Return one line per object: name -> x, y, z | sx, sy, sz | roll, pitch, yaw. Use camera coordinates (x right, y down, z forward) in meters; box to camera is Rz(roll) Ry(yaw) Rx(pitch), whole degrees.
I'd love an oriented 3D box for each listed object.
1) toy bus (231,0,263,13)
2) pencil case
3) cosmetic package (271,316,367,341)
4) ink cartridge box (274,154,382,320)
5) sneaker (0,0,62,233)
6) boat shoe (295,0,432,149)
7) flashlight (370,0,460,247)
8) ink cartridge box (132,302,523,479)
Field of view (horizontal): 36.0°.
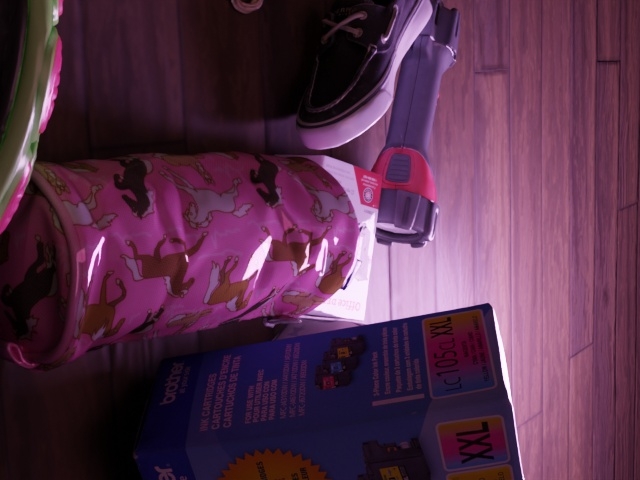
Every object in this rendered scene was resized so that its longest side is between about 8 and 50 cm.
toy bus -> -0.040, -0.327, 0.937 | 0.191, 0.104, 0.202 | -49, 137, -1
pencil case -> -0.127, 0.010, 0.882 | 0.386, 0.160, 0.167 | -5, 62, -53
cosmetic package -> 0.036, 0.247, 1.130 | 0.129, 0.153, 0.296 | -45, 127, -42
ink cartridge box -> 0.000, 0.000, 1.117 | 0.127, 0.072, 0.175 | 12, 84, -54
sneaker -> -0.284, -0.227, 0.638 | 0.202, 0.185, 0.483 | -10, 96, -17
boat shoe -> 0.042, -0.229, 1.121 | 0.301, 0.108, 0.102 | -59, 136, -34
flashlight -> 0.119, -0.146, 1.248 | 0.103, 0.103, 0.304 | 23, 70, -32
ink cartridge box -> -0.005, 0.238, 0.945 | 0.151, 0.395, 0.270 | -82, 160, -60
